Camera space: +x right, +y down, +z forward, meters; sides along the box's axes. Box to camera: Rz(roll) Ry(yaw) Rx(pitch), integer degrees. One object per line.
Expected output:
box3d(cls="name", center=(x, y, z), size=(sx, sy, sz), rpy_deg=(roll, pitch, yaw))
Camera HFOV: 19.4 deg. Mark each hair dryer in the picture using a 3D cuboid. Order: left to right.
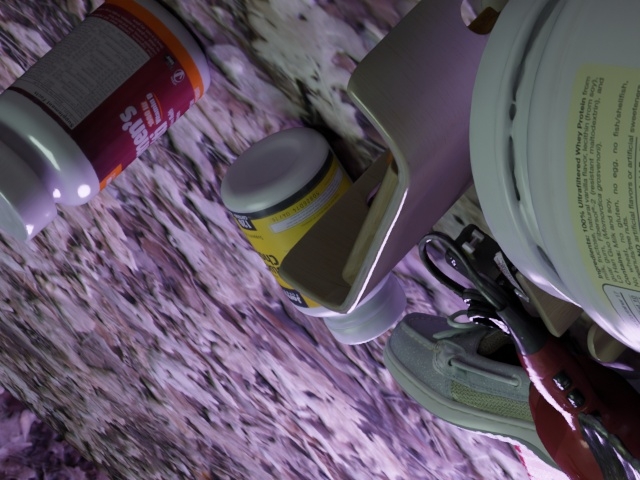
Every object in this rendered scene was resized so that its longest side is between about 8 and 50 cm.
box3d(cls="hair dryer", center=(0.165, 0.114, 1.298), size=(0.293, 0.080, 0.223), rpy_deg=(47, -169, 4))

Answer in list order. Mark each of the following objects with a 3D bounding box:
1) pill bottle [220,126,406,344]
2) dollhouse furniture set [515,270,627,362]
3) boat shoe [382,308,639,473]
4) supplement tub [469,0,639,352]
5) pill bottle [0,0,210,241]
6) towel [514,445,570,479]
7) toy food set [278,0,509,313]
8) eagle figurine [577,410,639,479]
box3d(cls="pill bottle", center=(0.000, 0.000, 1.611), size=(0.103, 0.103, 0.184), rpy_deg=(16, 146, 54))
box3d(cls="dollhouse furniture set", center=(0.162, 0.021, 1.301), size=(0.151, 0.123, 0.144), rpy_deg=(15, 145, 54))
box3d(cls="boat shoe", center=(0.177, 0.112, 1.505), size=(0.118, 0.103, 0.320), rpy_deg=(3, -166, -38))
box3d(cls="supplement tub", center=(0.243, -0.042, 0.845), size=(0.325, 0.235, 0.235), rpy_deg=(14, 144, 56))
box3d(cls="pill bottle", center=(-0.211, -0.108, 1.636), size=(0.121, 0.221, 0.121), rpy_deg=(39, 160, 17))
box3d(cls="towel", center=(0.259, 0.250, 1.711), size=(0.199, 0.031, 0.275), rpy_deg=(28, 155, 40))
box3d(cls="toy food set", center=(0.071, -0.094, 1.107), size=(0.092, 0.220, 0.306), rpy_deg=(42, 161, 8))
box3d(cls="eagle figurine", center=(0.221, 0.250, 0.976), size=(0.298, 0.225, 0.226), rpy_deg=(24, -176, 3))
